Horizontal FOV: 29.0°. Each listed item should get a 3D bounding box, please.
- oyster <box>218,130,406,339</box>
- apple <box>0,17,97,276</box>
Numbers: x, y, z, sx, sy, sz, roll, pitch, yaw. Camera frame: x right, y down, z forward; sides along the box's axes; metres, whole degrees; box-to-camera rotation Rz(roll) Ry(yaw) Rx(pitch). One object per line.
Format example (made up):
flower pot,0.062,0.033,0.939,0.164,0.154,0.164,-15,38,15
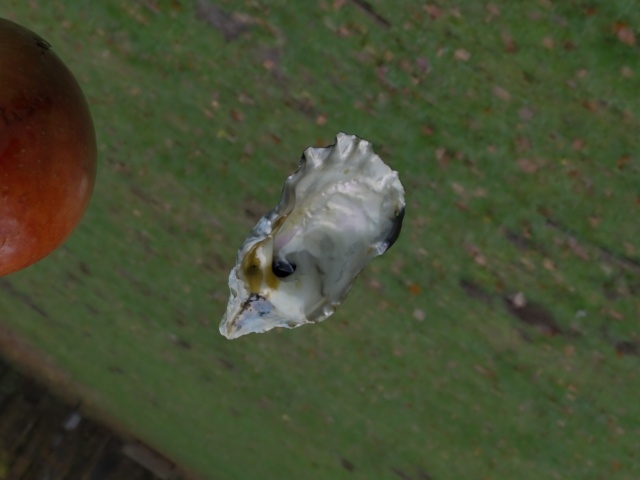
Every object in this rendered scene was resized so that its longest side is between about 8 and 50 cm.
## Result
oyster,0.000,0.000,0.796,0.122,0.146,0.045,-1,-161,-16
apple,-0.327,-0.070,1.076,0.272,0.251,0.206,-9,133,4
